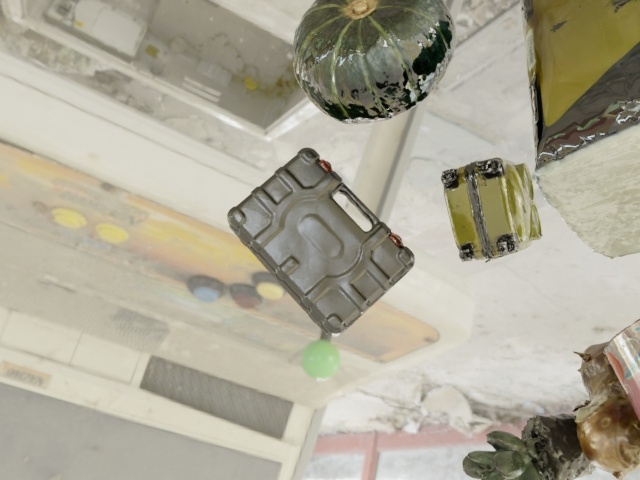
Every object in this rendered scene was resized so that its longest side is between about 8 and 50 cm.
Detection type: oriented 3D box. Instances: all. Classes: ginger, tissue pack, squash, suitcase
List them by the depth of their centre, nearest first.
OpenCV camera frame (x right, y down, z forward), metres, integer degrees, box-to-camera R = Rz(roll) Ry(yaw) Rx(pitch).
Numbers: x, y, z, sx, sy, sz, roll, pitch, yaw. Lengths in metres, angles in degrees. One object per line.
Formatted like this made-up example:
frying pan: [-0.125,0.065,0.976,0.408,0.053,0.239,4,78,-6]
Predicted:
tissue pack: [0.429,-0.226,0.838,0.264,0.416,0.253,-22,133,37]
squash: [0.082,-0.298,0.973,0.252,0.252,0.165,0,148,22]
suitcase: [0.000,0.000,1.091,0.285,0.206,0.066,47,170,8]
suitcase: [0.338,-0.062,1.234,0.143,0.193,0.235,-14,177,28]
ginger: [0.598,0.322,1.269,0.254,0.418,0.176,40,120,27]

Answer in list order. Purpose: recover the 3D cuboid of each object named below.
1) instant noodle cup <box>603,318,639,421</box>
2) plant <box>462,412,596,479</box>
instant noodle cup: [0.603,0.235,1.006,0.243,0.231,0.243,-13,145,-9]
plant: [0.427,0.445,1.298,0.275,0.149,0.146,-5,149,-24]
